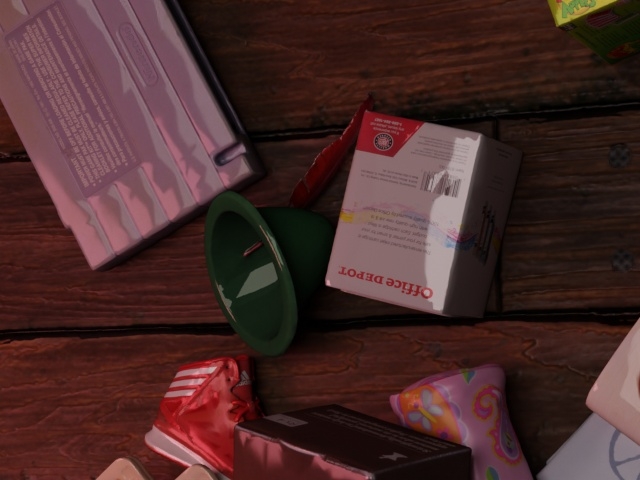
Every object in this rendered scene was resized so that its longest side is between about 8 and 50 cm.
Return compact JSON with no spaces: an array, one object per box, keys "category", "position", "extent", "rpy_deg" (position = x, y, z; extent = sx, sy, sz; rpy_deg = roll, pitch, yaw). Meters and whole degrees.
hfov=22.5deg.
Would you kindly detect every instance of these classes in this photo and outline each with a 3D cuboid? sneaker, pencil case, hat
[{"category":"sneaker","position":[-0.075,0.190,1.642],"extent":[0.221,0.087,0.128],"rpy_deg":[20,95,24]},{"category":"pencil case","position":[0.155,0.261,1.515],"extent":[0.124,0.124,0.284],"rpy_deg":[-20,78,22]},{"category":"hat","position":[0.000,0.000,1.659],"extent":[0.173,0.184,0.208],"rpy_deg":[54,149,26]}]

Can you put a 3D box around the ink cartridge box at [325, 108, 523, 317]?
[{"category":"ink cartridge box","position":[0.101,-0.022,1.555],"extent":[0.128,0.127,0.176],"rpy_deg":[14,91,25]}]

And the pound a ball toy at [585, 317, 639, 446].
[{"category":"pound a ball toy","position":[0.377,0.125,1.370],"extent":[0.319,0.136,0.208],"rpy_deg":[38,102,23]}]

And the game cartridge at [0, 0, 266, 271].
[{"category":"game cartridge","position":[-0.233,-0.170,1.746],"extent":[0.230,0.068,0.355],"rpy_deg":[-31,81,22]}]

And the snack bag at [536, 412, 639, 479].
[{"category":"snack bag","position":[0.415,0.215,1.439],"extent":[0.342,0.037,0.323],"rpy_deg":[45,104,22]}]

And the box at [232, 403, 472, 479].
[{"category":"box","position":[0.021,0.360,1.485],"extent":[0.191,0.143,0.381],"rpy_deg":[13,106,47]}]

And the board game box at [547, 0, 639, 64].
[{"category":"board game box","position":[0.276,-0.212,1.461],"extent":[0.092,0.181,0.043],"rpy_deg":[-22,76,22]}]

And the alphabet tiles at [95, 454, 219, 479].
[{"category":"alphabet tiles","position":[-0.151,0.364,1.657],"extent":[0.284,0.021,0.278],"rpy_deg":[50,120,10]}]
